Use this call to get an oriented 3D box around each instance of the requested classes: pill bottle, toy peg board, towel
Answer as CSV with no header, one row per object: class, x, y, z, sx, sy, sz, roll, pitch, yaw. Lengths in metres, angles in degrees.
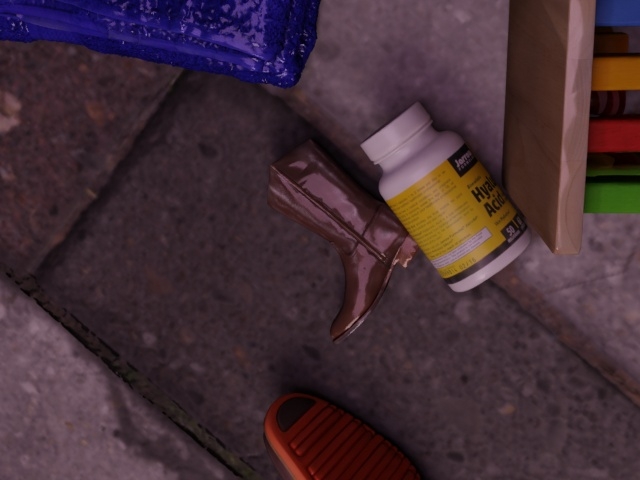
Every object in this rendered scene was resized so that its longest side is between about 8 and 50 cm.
pill bottle,0.078,-0.030,0.820,0.065,0.065,0.116,-36,95,22
toy peg board,0.161,-0.091,0.739,0.079,0.161,0.160,-1,107,-3
towel,-0.145,-0.228,0.815,0.308,0.076,0.227,12,110,12

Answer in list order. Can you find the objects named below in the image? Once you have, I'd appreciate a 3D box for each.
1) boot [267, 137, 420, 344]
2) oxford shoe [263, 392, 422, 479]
boot,0.000,0.000,0.865,0.114,0.037,0.106,36,99,-1
oxford shoe,0.041,0.230,0.897,0.271,0.097,0.098,51,130,5
